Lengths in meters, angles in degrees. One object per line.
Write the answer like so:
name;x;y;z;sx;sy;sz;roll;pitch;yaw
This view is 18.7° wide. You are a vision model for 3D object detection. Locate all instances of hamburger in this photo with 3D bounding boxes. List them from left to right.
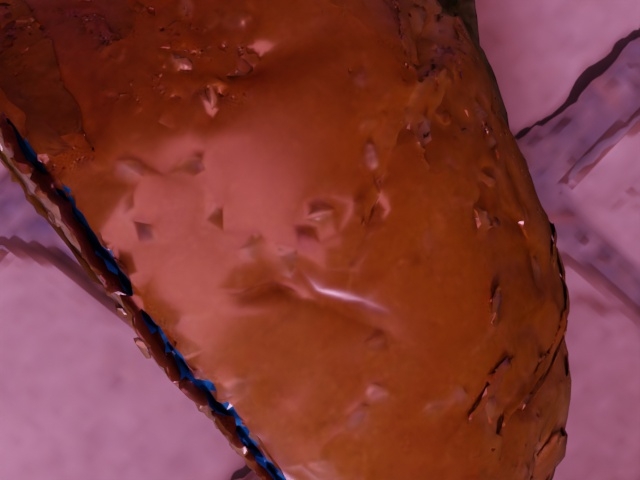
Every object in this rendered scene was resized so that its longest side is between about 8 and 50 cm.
hamburger;0.002;-0.007;0.402;0.102;0.087;0.176;-37;103;9
